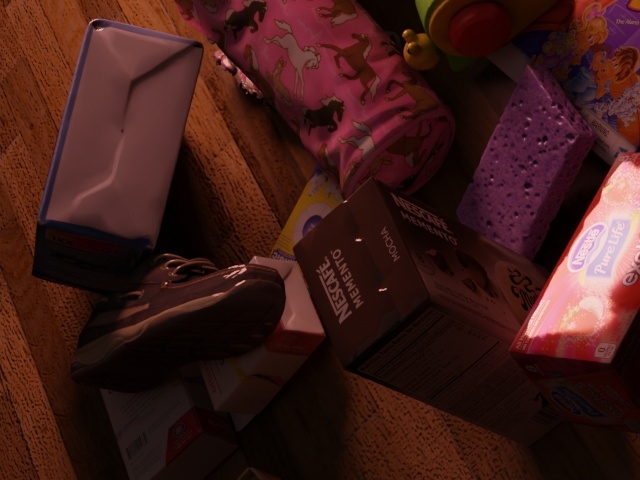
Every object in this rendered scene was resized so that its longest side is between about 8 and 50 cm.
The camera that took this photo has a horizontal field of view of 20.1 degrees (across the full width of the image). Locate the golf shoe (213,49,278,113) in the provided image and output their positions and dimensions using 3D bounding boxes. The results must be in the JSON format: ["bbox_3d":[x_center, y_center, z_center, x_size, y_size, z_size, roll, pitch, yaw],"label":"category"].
[{"bbox_3d":[-0.072,-0.227,2.326,0.086,0.067,0.186,-52,43,11],"label":"golf shoe"}]

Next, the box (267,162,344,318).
[{"bbox_3d":[0.000,0.000,2.166,0.105,0.043,0.179,30,96,47],"label":"box"}]

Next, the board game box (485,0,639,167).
[{"bbox_3d":[0.313,-0.237,1.940,0.233,0.078,0.347,-54,43,12],"label":"board game box"}]

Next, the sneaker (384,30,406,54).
[{"bbox_3d":[0.075,-0.185,2.167,0.053,0.059,0.144,-5,69,41],"label":"sneaker"}]

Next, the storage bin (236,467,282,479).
[{"bbox_3d":[-0.048,0.423,1.952,0.262,0.123,0.260,37,97,48],"label":"storage bin"}]

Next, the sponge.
[{"bbox_3d":[0.216,-0.069,1.922,0.117,0.031,0.210,59,139,39],"label":"sponge"}]

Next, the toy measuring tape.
[{"bbox_3d":[0.205,-0.293,1.931,0.330,0.121,0.121,-38,48,26],"label":"toy measuring tape"}]

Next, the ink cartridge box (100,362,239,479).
[{"bbox_3d":[-0.187,0.215,2.225,0.127,0.072,0.175,-44,46,21],"label":"ink cartridge box"}]

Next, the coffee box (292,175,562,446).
[{"bbox_3d":[0.132,0.076,1.808,0.119,0.297,0.168,-42,46,22],"label":"coffee box"}]

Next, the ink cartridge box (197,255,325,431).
[{"bbox_3d":[-0.087,0.127,2.142,0.198,0.067,0.115,-51,46,33],"label":"ink cartridge box"}]

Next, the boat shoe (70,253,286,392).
[{"bbox_3d":[-0.177,0.075,2.106,0.355,0.132,0.130,-23,59,43],"label":"boat shoe"}]

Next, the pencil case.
[{"bbox_3d":[-0.009,-0.208,2.101,0.160,0.167,0.386,-35,65,-13],"label":"pencil case"}]

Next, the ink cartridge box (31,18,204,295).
[{"bbox_3d":[-0.266,-0.085,2.304,0.395,0.151,0.270,124,159,-75],"label":"ink cartridge box"}]

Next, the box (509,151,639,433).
[{"bbox_3d":[0.307,0.047,1.720,0.128,0.122,0.257,4,54,48],"label":"box"}]
